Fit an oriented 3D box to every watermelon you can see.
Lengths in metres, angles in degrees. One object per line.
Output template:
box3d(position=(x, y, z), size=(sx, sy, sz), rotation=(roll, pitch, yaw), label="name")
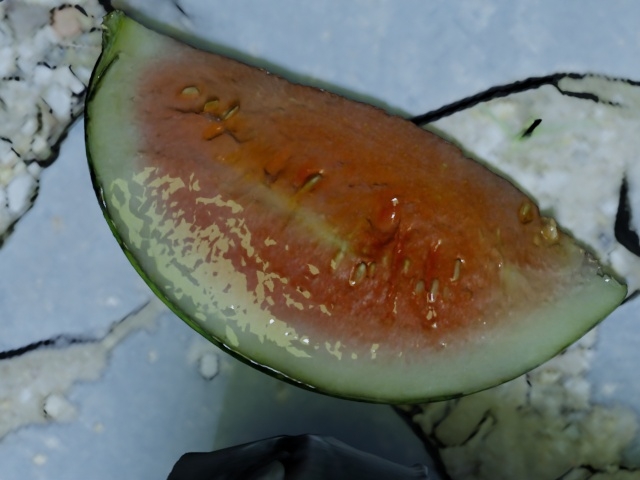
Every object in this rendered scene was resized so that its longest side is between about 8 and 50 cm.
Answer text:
box3d(position=(0.001, -0.001, 0.753), size=(0.245, 0.063, 0.119), rotation=(28, 92, 1), label="watermelon")

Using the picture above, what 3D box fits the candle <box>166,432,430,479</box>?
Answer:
box3d(position=(0.082, 0.215, 0.708), size=(0.343, 0.221, 0.221), rotation=(18, 105, 1), label="candle")
